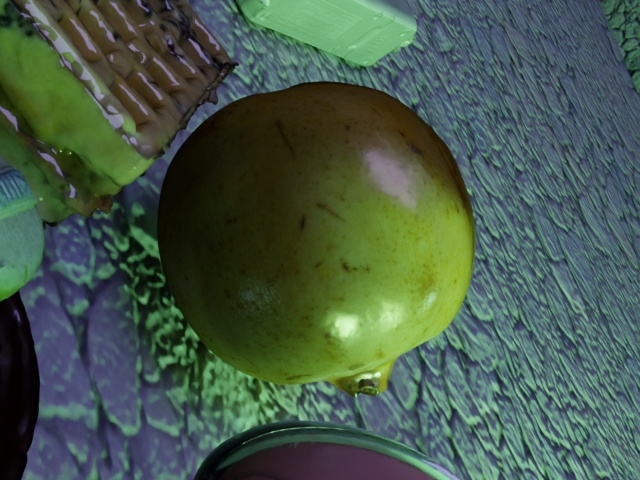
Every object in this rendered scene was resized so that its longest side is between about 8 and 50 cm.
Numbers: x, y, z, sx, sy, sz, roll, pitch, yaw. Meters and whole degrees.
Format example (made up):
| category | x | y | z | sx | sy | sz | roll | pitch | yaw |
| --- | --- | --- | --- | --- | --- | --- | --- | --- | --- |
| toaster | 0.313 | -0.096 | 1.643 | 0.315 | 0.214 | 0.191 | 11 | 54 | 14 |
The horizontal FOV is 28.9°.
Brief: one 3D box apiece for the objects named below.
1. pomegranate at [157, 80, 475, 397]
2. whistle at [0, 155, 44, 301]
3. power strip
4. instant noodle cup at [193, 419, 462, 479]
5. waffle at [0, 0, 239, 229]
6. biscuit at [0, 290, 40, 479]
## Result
| category | x | y | z | sx | sy | sz | roll | pitch | yaw |
| --- | --- | --- | --- | --- | --- | --- | --- | --- | --- |
| pomegranate | 0.000 | 0.000 | 1.001 | 0.264 | 0.264 | 0.264 | 42 | 30 | -31 |
| whistle | -0.214 | -0.004 | 0.652 | 0.104 | 0.057 | 0.198 | 59 | 21 | -1 |
| power strip | 0.018 | -0.282 | 1.521 | 0.338 | 0.098 | 0.058 | 10 | 50 | -58 |
| instant noodle cup | -0.012 | 0.277 | 0.740 | 0.244 | 0.244 | 0.255 | 50 | 35 | -17 |
| waffle | -0.191 | -0.168 | 0.927 | 0.261 | 0.114 | 0.376 | 51 | 15 | -9 |
| biscuit | -0.304 | 0.021 | 0.621 | 0.407 | 0.091 | 0.407 | 42 | 29 | -30 |
